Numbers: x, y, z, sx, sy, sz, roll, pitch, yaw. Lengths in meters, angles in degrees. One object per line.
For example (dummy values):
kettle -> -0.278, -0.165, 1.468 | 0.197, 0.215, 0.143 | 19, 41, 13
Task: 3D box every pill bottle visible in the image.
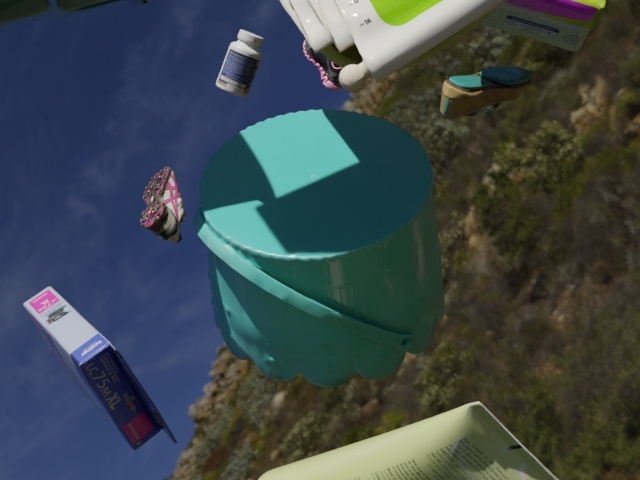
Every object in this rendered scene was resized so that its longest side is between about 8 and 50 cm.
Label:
pill bottle -> -0.155, -0.348, 1.585 | 0.067, 0.067, 0.120 | 0, -63, -56

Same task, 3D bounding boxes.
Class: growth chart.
growth chart -> 0.019, -0.207, 0.477 | 0.172, 0.237, 0.021 | -40, -15, 10

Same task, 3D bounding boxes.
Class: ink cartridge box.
ink cartridge box -> -0.348, 0.202, 1.253 | 0.065, 0.311, 0.185 | -37, -55, -25

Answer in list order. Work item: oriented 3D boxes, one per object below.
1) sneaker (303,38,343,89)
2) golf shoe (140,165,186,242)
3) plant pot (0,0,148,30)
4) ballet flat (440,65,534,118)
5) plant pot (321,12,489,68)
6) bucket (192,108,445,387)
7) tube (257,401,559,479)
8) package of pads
sneaker -> 0.013, -0.325, 1.430 | 0.047, 0.119, 0.057 | -14, -26, -39
golf shoe -> -0.307, -0.069, 1.606 | 0.067, 0.186, 0.086 | -31, -52, 25
plant pot -> -0.383, -0.320, 0.740 | 0.334, 0.341, 0.341 | -24, -28, -9
ballet flat -> 0.286, -0.258, 1.412 | 0.232, 0.080, 0.073 | -16, -48, -39
plant pot -> 0.035, -0.336, 0.717 | 0.276, 0.254, 0.276 | -28, -29, -17
bucket -> 0.000, 0.000, 0.874 | 0.281, 0.281, 0.183 | -31, -42, -24
tube -> 0.048, 0.176, 0.595 | 0.070, 0.062, 0.240 | 5, -26, -46
package of pads -> 0.336, -0.446, 1.334 | 0.229, 0.296, 0.101 | 14, -46, -7
